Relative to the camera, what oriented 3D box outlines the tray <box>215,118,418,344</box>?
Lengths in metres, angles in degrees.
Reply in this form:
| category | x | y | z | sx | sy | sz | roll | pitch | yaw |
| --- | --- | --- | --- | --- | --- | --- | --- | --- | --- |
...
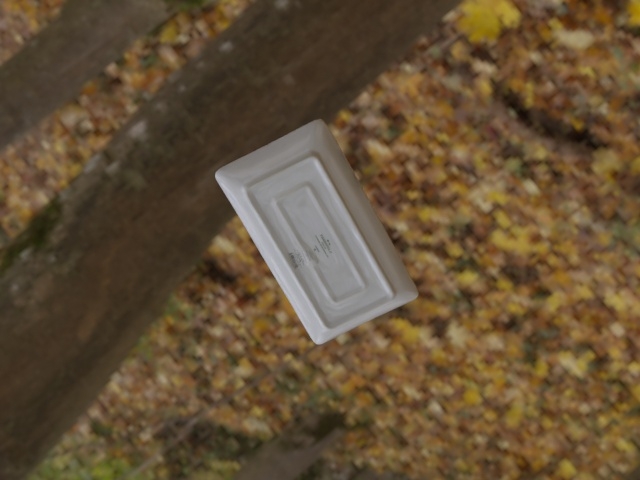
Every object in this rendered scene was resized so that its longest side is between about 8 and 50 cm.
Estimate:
| category | x | y | z | sx | sy | sz | roll | pitch | yaw |
| --- | --- | --- | --- | --- | --- | --- | --- | --- | --- |
| tray | 0.000 | 0.000 | 1.593 | 0.270 | 0.145 | 0.030 | 60 | -171 | -26 |
